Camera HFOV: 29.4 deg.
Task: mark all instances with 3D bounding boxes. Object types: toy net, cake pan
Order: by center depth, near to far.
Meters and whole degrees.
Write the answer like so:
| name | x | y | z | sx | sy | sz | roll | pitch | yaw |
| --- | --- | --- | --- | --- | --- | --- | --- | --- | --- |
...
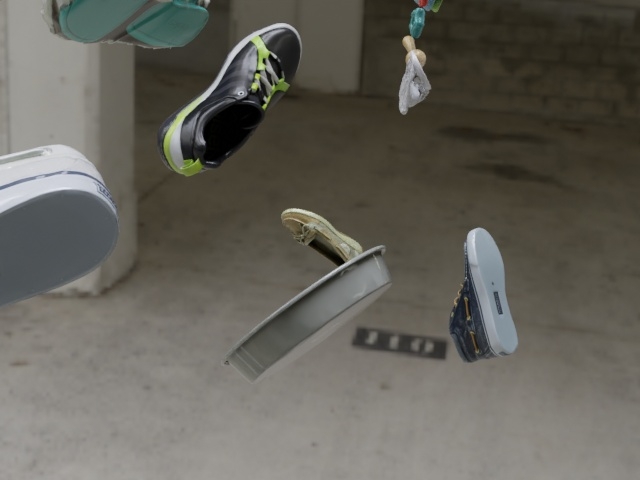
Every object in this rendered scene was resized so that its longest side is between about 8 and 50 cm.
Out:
| name | x | y | z | sx | sy | sz | roll | pitch | yaw |
| --- | --- | --- | --- | --- | --- | --- | --- | --- | --- |
| toy net | 0.147 | -0.289 | 1.701 | 0.045 | 0.232 | 0.122 | 8 | -12 | -9 |
| cake pan | -0.011 | 0.113 | 1.764 | 0.293 | 0.054 | 0.293 | -35 | -7 | -5 |

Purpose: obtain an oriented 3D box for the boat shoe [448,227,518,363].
| name | x | y | z | sx | sy | sz | roll | pitch | yaw |
| --- | --- | --- | --- | --- | --- | --- | --- | --- | --- |
| boat shoe | 0.213 | 0.079 | 1.703 | 0.083 | 0.183 | 0.065 | -22 | -18 | 41 |

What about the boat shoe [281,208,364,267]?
| name | x | y | z | sx | sy | sz | roll | pitch | yaw |
| --- | --- | --- | --- | --- | --- | --- | --- | --- | --- |
| boat shoe | 0.000 | 0.001 | 2.006 | 0.153 | 0.056 | 0.048 | 33 | 54 | -14 |

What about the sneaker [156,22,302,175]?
| name | x | y | z | sx | sy | sz | roll | pitch | yaw |
| --- | --- | --- | --- | --- | --- | --- | --- | --- | --- |
| sneaker | -0.081 | -0.151 | 1.366 | 0.097 | 0.084 | 0.235 | 13 | 57 | 48 |

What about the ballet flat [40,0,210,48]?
| name | x | y | z | sx | sy | sz | roll | pitch | yaw |
| --- | --- | --- | --- | --- | --- | --- | --- | --- | --- |
| ballet flat | -0.268 | -0.323 | 1.554 | 0.147 | 0.147 | 0.409 | 6 | 4 | 12 |

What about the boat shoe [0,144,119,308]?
| name | x | y | z | sx | sy | sz | roll | pitch | yaw |
| --- | --- | --- | --- | --- | --- | --- | --- | --- | --- |
| boat shoe | -0.364 | -0.003 | 1.050 | 0.367 | 0.136 | 0.156 | -22 | 39 | -7 |
